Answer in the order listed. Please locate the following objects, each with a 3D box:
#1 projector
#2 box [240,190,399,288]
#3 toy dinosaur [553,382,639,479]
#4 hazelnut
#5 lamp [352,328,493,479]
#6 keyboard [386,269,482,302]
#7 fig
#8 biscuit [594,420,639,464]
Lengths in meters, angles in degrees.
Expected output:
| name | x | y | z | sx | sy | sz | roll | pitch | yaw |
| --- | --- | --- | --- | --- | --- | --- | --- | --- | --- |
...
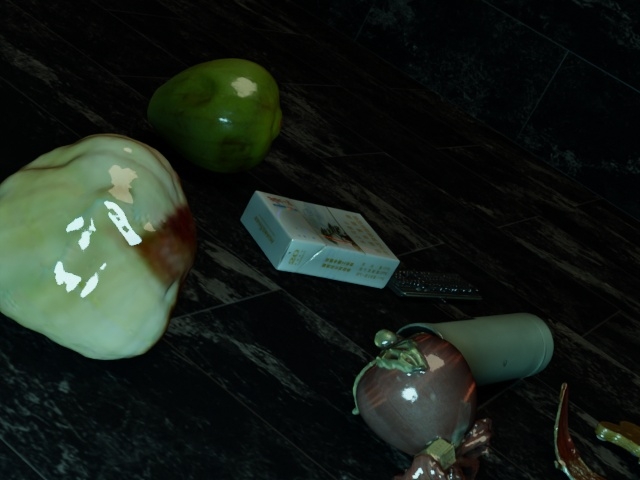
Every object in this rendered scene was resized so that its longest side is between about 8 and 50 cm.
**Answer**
| name | x | y | z | sx | sy | sz | roll | pitch | yaw |
| --- | --- | --- | --- | --- | --- | --- | --- | --- | --- |
| projector | 0.234 | 0.169 | 1.660 | 0.108 | 0.108 | 0.337 | 40 | 23 | 30 |
| box | -0.001 | 0.000 | 1.822 | 0.233 | 0.067 | 0.149 | 11 | 25 | -38 |
| toy dinosaur | 0.452 | 0.337 | 1.531 | 0.206 | 0.113 | 0.327 | 16 | 22 | -32 |
| hazelnut | -0.268 | 0.013 | 1.262 | 0.261 | 0.261 | 0.241 | 26 | -12 | -6 |
| lamp | 0.130 | 0.206 | 1.365 | 0.223 | 0.151 | 0.215 | 38 | 26 | 19 |
| keyboard | 0.195 | 0.079 | 1.951 | 0.230 | 0.025 | 0.093 | 5 | 27 | -48 |
| fig | -0.181 | -0.216 | 1.931 | 0.230 | 0.207 | 0.207 | -6 | 32 | -19 |
| biscuit | 0.525 | 0.339 | 1.696 | 0.138 | 0.031 | 0.205 | 9 | 14 | -46 |
